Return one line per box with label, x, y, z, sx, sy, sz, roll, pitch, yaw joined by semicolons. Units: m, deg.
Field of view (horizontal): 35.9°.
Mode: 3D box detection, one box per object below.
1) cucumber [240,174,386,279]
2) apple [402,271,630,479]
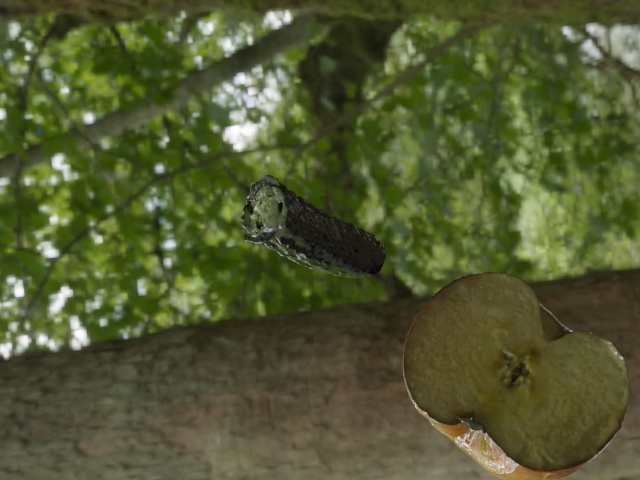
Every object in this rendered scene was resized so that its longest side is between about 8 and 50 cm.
cucumber;-0.003;0.000;0.956;0.245;0.067;0.067;29;-128;-61
apple;0.253;0.204;1.346;0.251;0.293;0.163;-46;-20;-22
